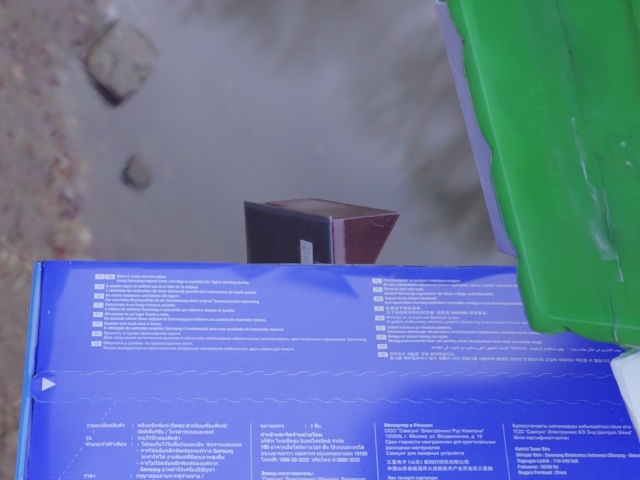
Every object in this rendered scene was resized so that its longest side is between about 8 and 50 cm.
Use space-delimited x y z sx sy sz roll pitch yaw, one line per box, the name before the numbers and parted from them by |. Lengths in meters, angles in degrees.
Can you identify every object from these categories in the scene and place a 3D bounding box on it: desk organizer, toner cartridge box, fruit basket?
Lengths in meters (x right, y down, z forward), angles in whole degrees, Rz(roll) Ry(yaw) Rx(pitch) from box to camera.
desk organizer | 0.000 0.000 1.004 0.050 0.130 0.047 -6 98 -25
toner cartridge box | 0.019 0.097 0.838 0.348 0.075 0.165 1 51 -5
fruit basket | 0.209 -0.106 0.762 0.353 0.165 0.327 -38 118 -43
